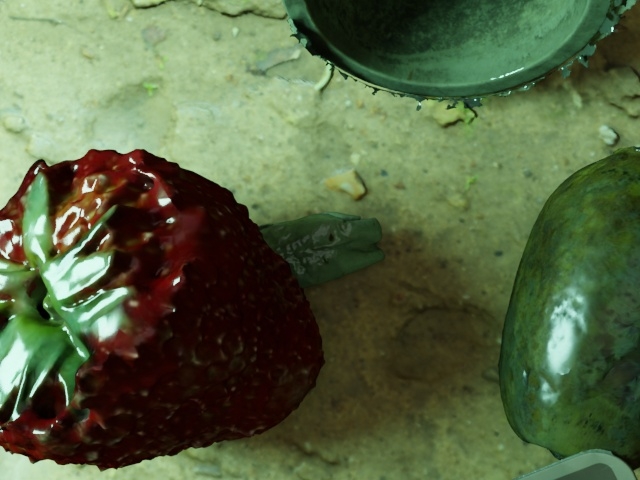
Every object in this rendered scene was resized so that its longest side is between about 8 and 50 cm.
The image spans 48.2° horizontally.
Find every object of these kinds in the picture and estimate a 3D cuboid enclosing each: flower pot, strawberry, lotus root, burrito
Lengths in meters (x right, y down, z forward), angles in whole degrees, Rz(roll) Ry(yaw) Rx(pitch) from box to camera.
[{"bbox_3d":[0.119,-0.296,0.636,0.290,0.290,0.259,7,66,3],"label":"flower pot"},{"bbox_3d":[-0.153,0.067,0.600,0.261,0.258,0.261,-8,73,26],"label":"strawberry"},{"bbox_3d":[0.247,0.055,0.604,0.160,0.152,0.274,17,83,2],"label":"lotus root"},{"bbox_3d":[0.001,0.003,0.679,0.118,0.044,0.074,-17,76,3],"label":"burrito"}]

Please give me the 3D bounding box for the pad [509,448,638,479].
[{"bbox_3d":[0.210,0.305,0.568,0.176,0.002,0.266,-27,94,13],"label":"pad"}]
